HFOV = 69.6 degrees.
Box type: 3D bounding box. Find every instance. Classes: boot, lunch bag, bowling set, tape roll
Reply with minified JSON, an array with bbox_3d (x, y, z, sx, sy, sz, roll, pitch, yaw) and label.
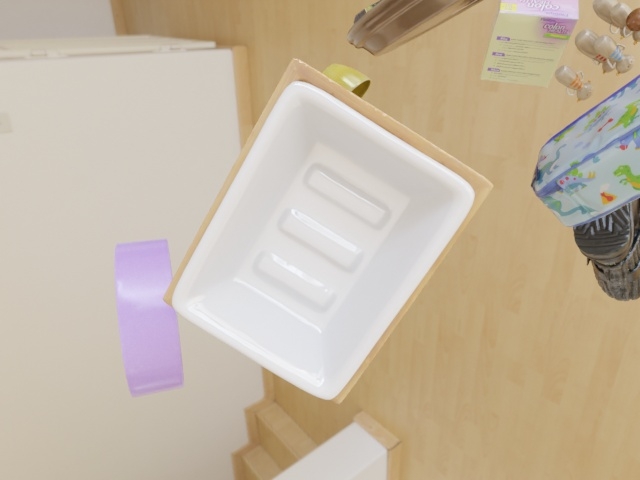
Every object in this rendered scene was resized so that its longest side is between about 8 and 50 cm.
[{"bbox_3d":[0.656,-0.063,1.027,0.131,0.260,0.348,1,67,46],"label":"boot"},{"bbox_3d":[0.382,-0.126,0.585,0.090,0.176,0.219,43,136,-5],"label":"lunch bag"},{"bbox_3d":[0.774,-0.503,1.191,0.287,0.154,0.200,-61,20,4],"label":"bowling set"},{"bbox_3d":[-0.310,0.136,0.841,0.275,0.090,0.275,173,90,-70],"label":"tape roll"}]

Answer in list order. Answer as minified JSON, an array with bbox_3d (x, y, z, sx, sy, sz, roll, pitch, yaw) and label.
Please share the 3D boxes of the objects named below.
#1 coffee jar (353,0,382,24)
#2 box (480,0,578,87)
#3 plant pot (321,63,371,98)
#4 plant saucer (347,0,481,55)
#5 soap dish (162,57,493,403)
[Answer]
[{"bbox_3d":[0.162,-0.464,0.942,0.184,0.096,0.079,-26,81,18],"label":"coffee jar"},{"bbox_3d":[0.629,-0.615,1.413,0.213,0.117,0.243,11,152,11],"label":"box"},{"bbox_3d":[0.048,-0.388,1.162,0.095,0.134,0.134,48,142,4],"label":"plant pot"},{"bbox_3d":[0.160,-0.287,0.522,0.278,0.278,0.041,-11,113,55],"label":"plant saucer"},{"bbox_3d":[0.000,0.000,0.495,0.229,0.118,0.291,31,104,-2],"label":"soap dish"}]
